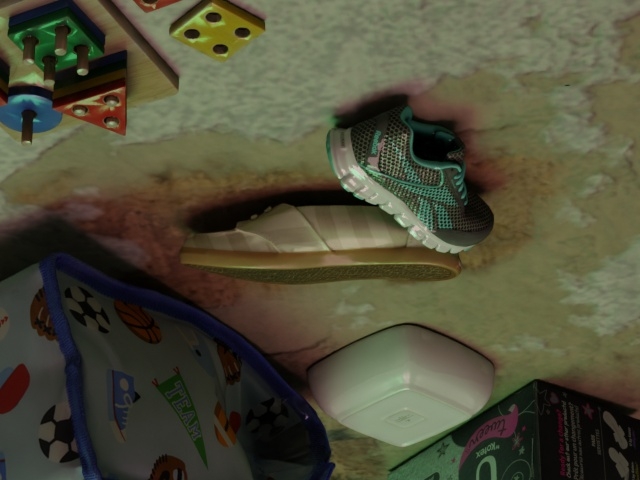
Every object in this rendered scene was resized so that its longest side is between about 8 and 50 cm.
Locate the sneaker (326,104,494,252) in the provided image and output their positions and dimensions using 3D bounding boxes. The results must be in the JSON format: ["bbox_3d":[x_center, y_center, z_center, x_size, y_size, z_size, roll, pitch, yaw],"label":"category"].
[{"bbox_3d":[0.083,-0.045,1.219,0.076,0.065,0.166,-30,140,32],"label":"sneaker"}]

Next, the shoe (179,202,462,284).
[{"bbox_3d":[0.000,0.000,1.299,0.219,0.058,0.076,0,168,4],"label":"shoe"}]

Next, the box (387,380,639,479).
[{"bbox_3d":[0.185,0.268,1.628,0.142,0.163,0.247,22,141,-27],"label":"box"}]

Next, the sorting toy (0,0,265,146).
[{"bbox_3d":[-0.175,-0.109,1.114,0.275,0.046,0.132,-15,146,19],"label":"sorting toy"}]

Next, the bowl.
[{"bbox_3d":[0.076,0.139,1.521,0.142,0.053,0.142,-30,139,35],"label":"bowl"}]

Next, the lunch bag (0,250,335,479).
[{"bbox_3d":[-0.210,0.204,1.440,0.328,0.239,0.385,-23,156,23],"label":"lunch bag"}]
